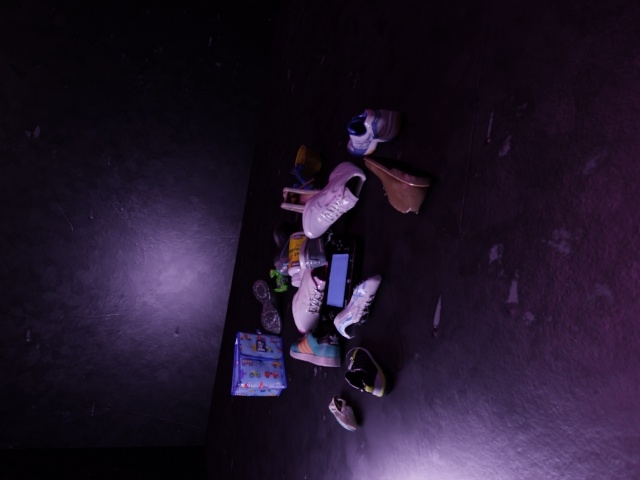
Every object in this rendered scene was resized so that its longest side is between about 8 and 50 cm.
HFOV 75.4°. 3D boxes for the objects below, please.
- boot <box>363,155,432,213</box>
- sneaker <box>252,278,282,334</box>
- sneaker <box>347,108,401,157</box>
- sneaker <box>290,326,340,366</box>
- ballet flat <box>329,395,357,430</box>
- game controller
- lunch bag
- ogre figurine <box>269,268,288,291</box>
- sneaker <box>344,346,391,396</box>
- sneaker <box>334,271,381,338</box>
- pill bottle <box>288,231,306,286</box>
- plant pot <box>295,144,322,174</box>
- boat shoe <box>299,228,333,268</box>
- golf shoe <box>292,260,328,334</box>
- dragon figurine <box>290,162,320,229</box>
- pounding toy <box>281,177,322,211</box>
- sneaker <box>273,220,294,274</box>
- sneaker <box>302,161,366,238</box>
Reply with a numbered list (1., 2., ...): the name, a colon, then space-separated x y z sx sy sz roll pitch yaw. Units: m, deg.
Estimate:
1. boot: 0.195 -0.166 1.160 0.305 0.112 0.115 -125 37 -59
2. sneaker: -0.240 0.327 2.071 0.130 0.109 0.286 -1 -103 -69
3. sneaker: 0.138 -0.358 1.347 0.296 0.131 0.112 159 116 -68
4. sneaker: -0.015 0.368 1.474 0.302 0.108 0.121 -13 68 59
5. ballet flat: 0.068 0.515 1.252 0.168 0.057 0.052 3 74 69
6. game controller: 0.068 0.135 1.400 0.166 0.067 0.319 170 107 -68
7. lunch bag: -0.287 0.556 1.928 0.138 0.221 0.293 122 149 -45
8. ogre figurine: -0.195 0.189 2.040 0.197 0.097 0.118 45 -144 -75
9. sneaker: 0.107 0.356 1.153 0.234 0.097 0.084 -167 87 -69
10. sneaker: 0.123 0.193 1.234 0.086 0.085 0.237 44 122 26
11. pill bottle: -0.074 0.080 1.725 0.117 0.117 0.215 138 137 -59
12. plant pot: -0.049 -0.355 1.883 0.134 0.095 0.134 -171 90 -70
13. boat shoe: 0.000 0.000 1.573 0.319 0.099 0.116 -71 -25 -56
14. golf shoe: -0.031 0.203 1.572 0.140 0.115 0.306 161 115 -63
15. dragon figurine: -0.089 -0.200 1.833 0.085 0.144 0.289 -94 22 -63
16. pounding toy: -0.063 -0.192 1.653 0.269 0.154 0.155 4 84 35
17. sneaker: -0.138 0.015 1.977 0.139 0.125 0.341 -37 37 22
18. sneaker: 0.044 -0.133 1.438 0.305 0.114 0.152 -57 32 6
